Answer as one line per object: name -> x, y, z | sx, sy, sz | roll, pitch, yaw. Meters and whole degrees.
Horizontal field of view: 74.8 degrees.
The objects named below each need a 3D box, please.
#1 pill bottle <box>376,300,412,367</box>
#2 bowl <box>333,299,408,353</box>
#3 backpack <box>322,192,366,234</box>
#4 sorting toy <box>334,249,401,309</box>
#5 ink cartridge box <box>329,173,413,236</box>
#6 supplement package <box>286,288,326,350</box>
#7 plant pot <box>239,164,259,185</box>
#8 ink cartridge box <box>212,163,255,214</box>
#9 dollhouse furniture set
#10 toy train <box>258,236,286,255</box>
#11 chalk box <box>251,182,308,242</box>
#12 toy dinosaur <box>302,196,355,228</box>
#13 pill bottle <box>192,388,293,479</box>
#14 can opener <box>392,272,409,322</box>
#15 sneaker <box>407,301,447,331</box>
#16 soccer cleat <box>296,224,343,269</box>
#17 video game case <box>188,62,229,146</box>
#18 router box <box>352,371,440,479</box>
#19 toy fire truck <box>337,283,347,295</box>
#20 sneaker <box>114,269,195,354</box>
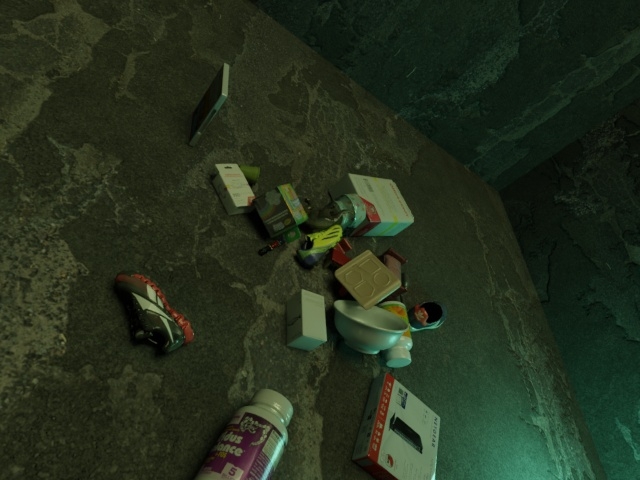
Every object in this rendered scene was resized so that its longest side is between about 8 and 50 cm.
pill bottle -> 0.304, 0.388, 1.734 | 0.136, 0.136, 0.245 | 24, 45, -30
bowl -> 0.175, 0.341, 1.600 | 0.298, 0.134, 0.298 | 15, 7, -2
backpack -> 0.112, -0.125, 1.930 | 0.144, 0.188, 0.165 | -1, 61, -45
sorting toy -> 0.189, 0.158, 1.694 | 0.193, 0.038, 0.208 | -32, 61, -18
ink cartridge box -> 0.268, -0.172, 2.148 | 0.385, 0.160, 0.279 | -1, 61, -45
supplement package -> -0.053, 0.284, 1.491 | 0.105, 0.105, 0.179 | 24, 44, -31
plant pot -> -0.304, -0.279, 1.743 | 0.079, 0.083, 0.083 | 15, 49, -22
ink cartridge box -> -0.342, -0.203, 1.641 | 0.115, 0.067, 0.198 | -12, 70, -50
dollhouse furniture set -> 0.207, 0.101, 1.865 | 0.374, 0.152, 0.201 | 32, 41, -22
toy train -> -0.183, 0.018, 1.638 | 0.027, 0.036, 0.158 | 53, 37, 4
chalk box -> -0.144, -0.098, 1.636 | 0.213, 0.132, 0.132 | 63, 22, -4
toy dinosaur -> -0.014, -0.098, 1.806 | 0.314, 0.121, 0.160 | 15, 41, -3
pill bottle -> -0.187, 0.544, 1.085 | 0.169, 0.169, 0.301 | 44, 37, -8
can opener -> 0.369, 0.261, 1.942 | 0.074, 0.093, 0.280 | 32, 40, -28
sneaker -> 0.541, 0.346, 1.997 | 0.350, 0.148, 0.131 | -7, 65, -48
soccer cleat -> 0.000, 0.000, 1.767 | 0.121, 0.093, 0.289 | 48, 47, -8
video game case -> -0.438, -0.527, 1.637 | 0.025, 0.285, 0.204 | 21, 46, -33
router box -> 0.283, 0.701, 1.496 | 0.301, 0.082, 0.335 | 41, 38, -11
toy fire truck -> 0.180, 0.186, 1.745 | 0.135, 0.192, 0.047 | 45, 0, -7
sneaker -> -0.474, 0.201, 1.143 | 0.276, 0.098, 0.135 | 49, 35, -4
